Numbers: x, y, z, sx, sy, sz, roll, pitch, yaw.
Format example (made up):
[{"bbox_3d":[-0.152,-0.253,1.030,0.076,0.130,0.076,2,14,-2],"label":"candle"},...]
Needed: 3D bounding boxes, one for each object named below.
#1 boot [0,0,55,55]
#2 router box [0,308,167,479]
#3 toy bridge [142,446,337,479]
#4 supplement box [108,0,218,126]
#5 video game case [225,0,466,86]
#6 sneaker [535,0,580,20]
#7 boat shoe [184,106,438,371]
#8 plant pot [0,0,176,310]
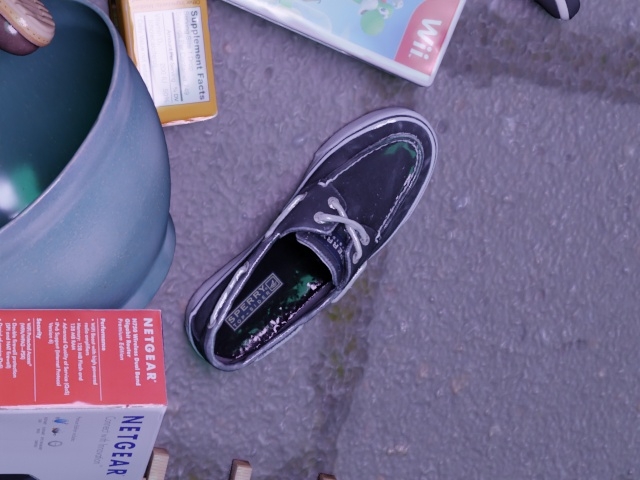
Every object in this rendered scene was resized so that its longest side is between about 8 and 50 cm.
[{"bbox_3d":[-0.337,-0.146,1.139,0.207,0.248,0.090,-57,150,3],"label":"boot"},{"bbox_3d":[-0.293,0.162,1.136,0.301,0.335,0.082,1,60,-14],"label":"router box"},{"bbox_3d":[-0.080,0.239,1.350,0.188,0.026,0.063,11,97,-15],"label":"toy bridge"},{"bbox_3d":[-0.142,-0.217,1.237,0.080,0.078,0.233,-6,101,-16],"label":"supplement box"},{"bbox_3d":[0.003,-0.277,1.209,0.285,0.025,0.204,22,91,-16],"label":"video game case"},{"bbox_3d":[0.137,-0.276,1.311,0.097,0.084,0.235,-42,104,16],"label":"sneaker"},{"bbox_3d":[0.000,0.000,1.293,0.301,0.102,0.108,-43,106,-5],"label":"boat shoe"},{"bbox_3d":[-0.237,-0.027,1.158,0.293,0.293,0.196,-41,132,-5],"label":"plant pot"}]
